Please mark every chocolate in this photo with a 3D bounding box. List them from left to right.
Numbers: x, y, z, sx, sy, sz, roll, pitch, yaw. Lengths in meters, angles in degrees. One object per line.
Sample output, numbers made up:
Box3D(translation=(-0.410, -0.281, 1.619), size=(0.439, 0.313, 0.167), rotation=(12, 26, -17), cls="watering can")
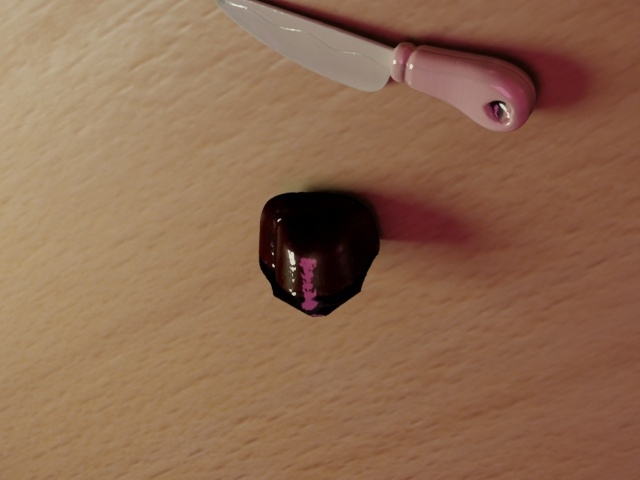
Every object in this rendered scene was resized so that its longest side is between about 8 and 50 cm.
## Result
Box3D(translation=(0.000, 0.000, 1.855), size=(0.125, 0.148, 0.080), rotation=(-17, 124, -8), cls="chocolate")

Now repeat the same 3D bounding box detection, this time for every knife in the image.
Box3D(translation=(0.050, -0.176, 1.756), size=(0.336, 0.043, 0.081), rotation=(20, 140, 20), cls="knife")
